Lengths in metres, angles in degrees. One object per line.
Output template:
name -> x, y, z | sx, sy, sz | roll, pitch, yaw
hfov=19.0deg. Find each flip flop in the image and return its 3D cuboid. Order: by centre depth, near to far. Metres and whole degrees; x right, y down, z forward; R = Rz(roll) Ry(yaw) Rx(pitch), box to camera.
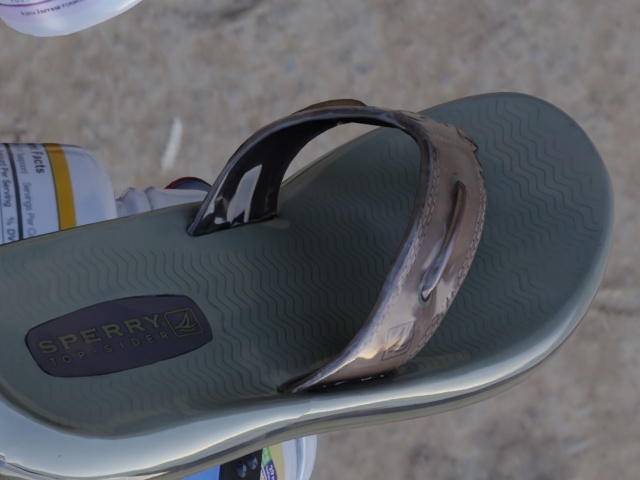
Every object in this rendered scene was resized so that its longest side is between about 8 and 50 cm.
flip flop -> 0.000, 0.000, 0.610 | 0.277, 0.112, 0.080 | -15, 144, -38

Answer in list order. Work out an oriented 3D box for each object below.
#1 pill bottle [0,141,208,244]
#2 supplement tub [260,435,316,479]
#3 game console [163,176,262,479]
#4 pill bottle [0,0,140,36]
pill bottle -> -0.146, 0.022, 0.703 | 0.215, 0.117, 0.117 | 0, 120, -16
supplement tub -> -0.162, 0.177, 1.393 | 0.241, 0.331, 0.241 | 6, 104, 24
game console -> -0.050, 0.063, 0.880 | 0.085, 0.124, 0.144 | -22, 140, 34
pill bottle -> -0.225, -0.305, 1.340 | 0.169, 0.169, 0.301 | -26, 128, 5
